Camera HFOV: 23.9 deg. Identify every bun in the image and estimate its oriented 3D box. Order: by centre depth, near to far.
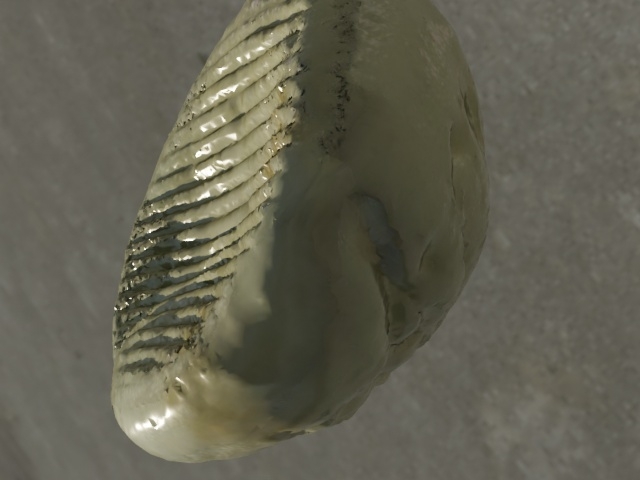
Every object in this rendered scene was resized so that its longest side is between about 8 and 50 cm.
[{"bbox_3d":[0.000,0.000,0.520,0.102,0.183,0.183,22,162,-18],"label":"bun"}]
